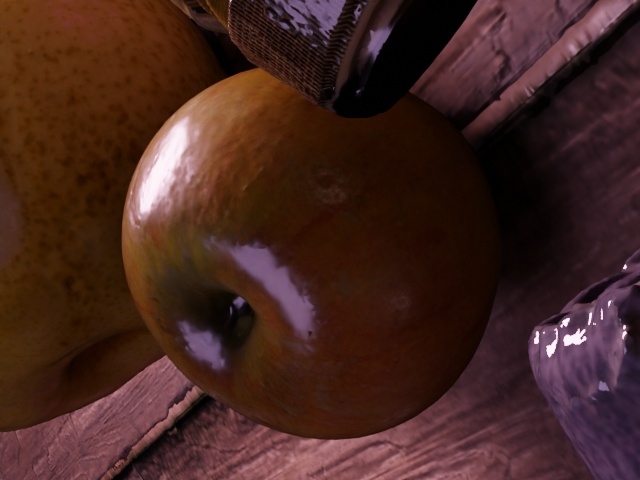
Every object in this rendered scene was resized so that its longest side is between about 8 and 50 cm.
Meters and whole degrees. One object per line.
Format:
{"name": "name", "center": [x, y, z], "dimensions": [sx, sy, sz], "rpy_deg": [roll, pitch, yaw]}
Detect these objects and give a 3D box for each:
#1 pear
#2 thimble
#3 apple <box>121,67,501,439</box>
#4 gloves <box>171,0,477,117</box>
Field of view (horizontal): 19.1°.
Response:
{"name": "pear", "center": [-0.163, -0.037, 1.027], "dimensions": [0.271, 0.271, 0.271], "rpy_deg": [45, 157, 25]}
{"name": "thimble", "center": [0.146, 0.035, 0.617], "dimensions": [0.098, 0.150, 0.150], "rpy_deg": [56, 159, 2]}
{"name": "apple", "center": [0.000, 0.000, 0.871], "dimensions": [0.182, 0.155, 0.182], "rpy_deg": [26, 134, 31]}
{"name": "gloves", "center": [-0.075, -0.187, 0.732], "dimensions": [0.331, 0.141, 0.154], "rpy_deg": [46, -179, 12]}
